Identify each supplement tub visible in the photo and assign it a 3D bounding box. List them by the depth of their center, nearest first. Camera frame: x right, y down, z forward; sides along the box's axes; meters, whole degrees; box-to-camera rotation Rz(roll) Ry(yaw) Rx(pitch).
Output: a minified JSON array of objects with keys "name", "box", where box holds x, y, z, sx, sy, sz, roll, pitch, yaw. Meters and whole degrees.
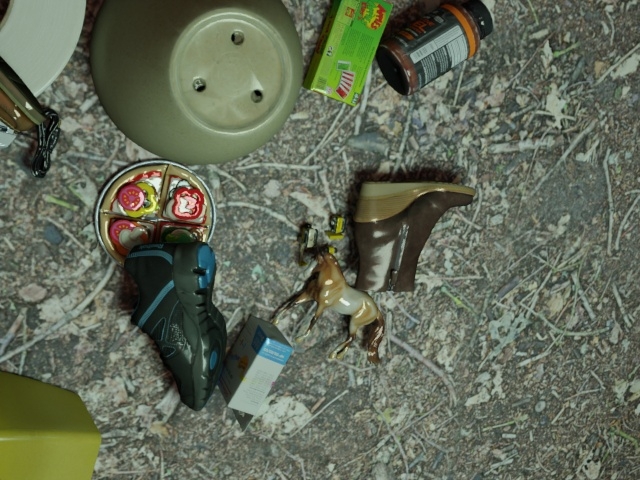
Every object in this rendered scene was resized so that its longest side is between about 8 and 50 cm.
[{"name":"supplement tub","box":[0.203,-0.343,1.209,0.198,0.106,0.106,-34,117,-10]}]

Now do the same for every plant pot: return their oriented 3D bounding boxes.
[{"name":"plant pot","box":[-0.476,0.343,1.113,0.187,0.212,0.212,9,104,-37]}]

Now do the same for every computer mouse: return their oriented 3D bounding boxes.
[{"name":"computer mouse","box":[-0.485,-0.169,1.019,0.193,0.042,0.106,18,101,-26]}]

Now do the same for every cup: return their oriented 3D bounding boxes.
[{"name":"cup","box":[-0.158,-0.253,1.017,0.331,0.237,0.331,-7,111,-20]}]

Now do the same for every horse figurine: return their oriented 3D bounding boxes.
[{"name":"horse figurine","box":[0.036,0.137,1.323,0.263,0.066,0.174,33,96,-28]}]

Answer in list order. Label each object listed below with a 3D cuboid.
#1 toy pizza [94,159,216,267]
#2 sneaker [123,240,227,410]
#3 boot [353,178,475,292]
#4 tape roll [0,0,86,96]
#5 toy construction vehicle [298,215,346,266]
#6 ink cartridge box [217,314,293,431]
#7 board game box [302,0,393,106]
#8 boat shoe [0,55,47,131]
[{"name":"toy pizza","box":[-0.271,-0.034,1.158,0.201,0.032,0.201,-7,110,-20]},{"name":"sneaker","box":[-0.245,0.145,1.195,0.139,0.125,0.341,4,119,8]},{"name":"boot","box":[0.174,-0.010,1.302,0.248,0.090,0.207,-2,100,-21]},{"name":"tape roll","box":[-0.513,-0.344,0.909,0.392,0.072,0.392,-5,103,-21]},{"name":"toy construction vehicle","box":[0.000,0.000,1.285,0.086,0.035,0.098,-5,112,-32]},{"name":"ink cartridge box","box":[-0.133,0.243,1.267,0.061,0.104,0.181,27,95,-27]},{"name":"board game box","box":[0.046,-0.331,1.182,0.092,0.043,0.181,15,101,-26]},{"name":"boat shoe","box":[-0.482,-0.237,0.853,0.104,0.111,0.307,-45,103,-4]}]
